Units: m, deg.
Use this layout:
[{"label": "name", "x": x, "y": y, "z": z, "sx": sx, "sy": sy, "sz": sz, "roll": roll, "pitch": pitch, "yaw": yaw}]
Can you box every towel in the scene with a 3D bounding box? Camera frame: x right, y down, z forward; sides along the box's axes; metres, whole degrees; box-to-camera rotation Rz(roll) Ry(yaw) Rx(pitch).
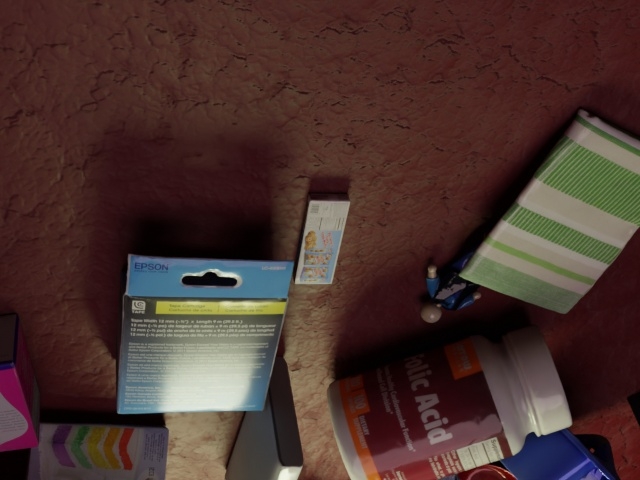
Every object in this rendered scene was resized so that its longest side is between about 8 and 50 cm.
[{"label": "towel", "x": 0.404, "y": -0.035, "z": 1.513, "sx": 0.247, "sy": 0.038, "sz": 0.325, "roll": 20, "pitch": 118, "yaw": -28}]

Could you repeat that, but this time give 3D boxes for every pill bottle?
[{"label": "pill bottle", "x": 0.228, "y": 0.300, "z": 1.685, "sx": 0.392, "sy": 0.224, "sz": 0.224, "roll": -20, "pitch": 133, "yaw": 6}]

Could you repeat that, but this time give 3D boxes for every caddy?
[{"label": "caddy", "x": 0.475, "y": 0.436, "z": 1.796, "sx": 0.179, "sy": 0.341, "sz": 0.241, "roll": -43, "pitch": 90, "yaw": 0}]

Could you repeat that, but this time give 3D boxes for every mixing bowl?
[{"label": "mixing bowl", "x": 0.351, "y": 0.541, "z": 2.000, "sx": 0.181, "sy": 0.098, "sz": 0.182, "roll": 2, "pitch": 100, "yaw": 12}]

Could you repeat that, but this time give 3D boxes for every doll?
[{"label": "doll", "x": 0.232, "y": 0.067, "z": 1.591, "sx": 0.129, "sy": 0.046, "sz": 0.189, "roll": 24, "pitch": 120, "yaw": -30}]

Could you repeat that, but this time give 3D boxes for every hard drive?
[{"label": "hard drive", "x": -0.109, "y": 0.413, "z": 1.709, "sx": 0.047, "sy": 0.233, "sz": 0.353, "roll": 5, "pitch": 131, "yaw": -17}]

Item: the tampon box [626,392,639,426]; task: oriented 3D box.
[{"label": "tampon box", "x": 0.719, "y": 0.388, "z": 1.946, "sx": 0.101, "sy": 0.120, "sz": 0.161, "roll": -28, "pitch": 132, "yaw": 15}]

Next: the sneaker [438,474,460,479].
[{"label": "sneaker", "x": 0.263, "y": 0.448, "z": 1.897, "sx": 0.132, "sy": 0.086, "sz": 0.229, "roll": -38, "pitch": 107, "yaw": 9}]

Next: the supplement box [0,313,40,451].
[{"label": "supplement box", "x": -0.529, "y": 0.236, "z": 1.535, "sx": 0.111, "sy": 0.114, "sz": 0.220, "roll": -6, "pitch": 132, "yaw": -9}]

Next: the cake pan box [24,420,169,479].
[{"label": "cake pan box", "x": -0.405, "y": 0.459, "z": 1.689, "sx": 0.245, "sy": 0.267, "sz": 0.070, "roll": 8, "pitch": 172, "yaw": -16}]

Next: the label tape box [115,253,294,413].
[{"label": "label tape box", "x": -0.194, "y": 0.127, "z": 1.510, "sx": 0.249, "sy": 0.115, "sz": 0.348, "roll": 1, "pitch": 129, "yaw": -14}]

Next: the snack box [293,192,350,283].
[{"label": "snack box", "x": 0.000, "y": 0.000, "z": 1.494, "sx": 0.064, "sy": 0.022, "sz": 0.178, "roll": 0, "pitch": 132, "yaw": -13}]
